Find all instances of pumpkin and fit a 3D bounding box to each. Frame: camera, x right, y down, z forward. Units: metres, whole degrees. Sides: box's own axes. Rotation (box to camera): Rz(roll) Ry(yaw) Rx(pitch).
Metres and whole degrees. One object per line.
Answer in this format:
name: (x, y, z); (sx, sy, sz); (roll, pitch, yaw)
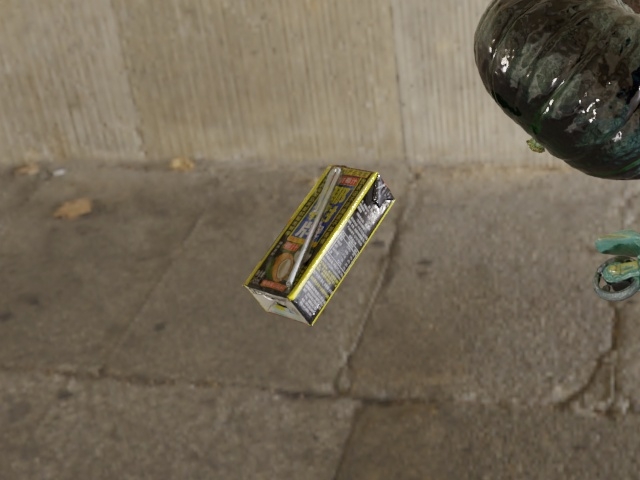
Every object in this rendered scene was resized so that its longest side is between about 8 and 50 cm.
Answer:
pumpkin: (0.213, -0.131, 0.926); (0.202, 0.140, 0.202); (34, 21, -15)

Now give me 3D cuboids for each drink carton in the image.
drink carton: (0.000, 0.000, 1.155); (0.071, 0.056, 0.166); (14, 62, 41)

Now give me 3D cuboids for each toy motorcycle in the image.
toy motorcycle: (0.583, 0.015, 1.840); (0.296, 0.109, 0.198); (-10, 47, 28)

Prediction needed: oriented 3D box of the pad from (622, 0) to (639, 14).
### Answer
pad: (0.446, -0.269, 1.357); (0.004, 0.330, 0.220); (-37, 27, 55)
